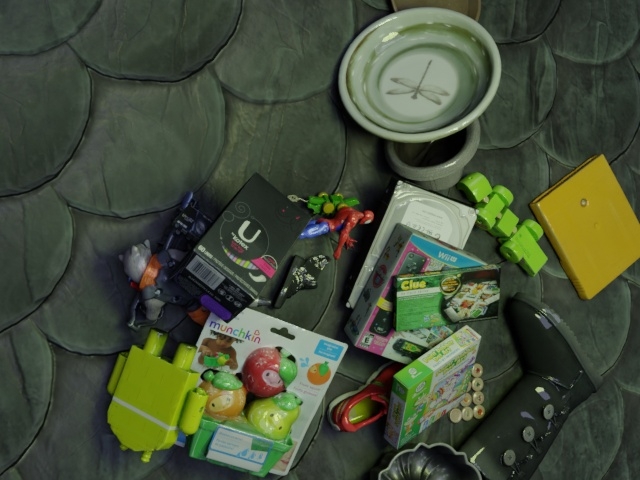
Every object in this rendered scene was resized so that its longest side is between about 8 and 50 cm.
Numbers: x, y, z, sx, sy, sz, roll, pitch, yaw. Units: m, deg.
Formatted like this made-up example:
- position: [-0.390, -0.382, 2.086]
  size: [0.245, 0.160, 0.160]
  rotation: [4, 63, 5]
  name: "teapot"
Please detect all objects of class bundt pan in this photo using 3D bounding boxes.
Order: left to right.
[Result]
- position: [0.239, 0.653, 1.851]
  size: [0.331, 0.124, 0.331]
  rotation: [2, 85, -21]
  name: "bundt pan"

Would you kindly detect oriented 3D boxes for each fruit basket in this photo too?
- position: [-0.148, 0.339, 1.663]
  size: [0.327, 0.165, 0.353]
  rotation: [23, 105, -18]
  name: "fruit basket"

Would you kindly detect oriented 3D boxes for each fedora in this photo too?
- position: [0.290, -0.228, 1.906]
  size: [0.243, 0.124, 0.275]
  rotation: [-10, 48, 14]
  name: "fedora"

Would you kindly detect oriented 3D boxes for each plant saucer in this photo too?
- position: [0.247, -0.399, 1.879]
  size: [0.400, 0.100, 0.400]
  rotation: [-5, 65, 11]
  name: "plant saucer"
- position: [0.303, -0.651, 2.010]
  size: [0.278, 0.041, 0.278]
  rotation: [2, 85, -21]
  name: "plant saucer"

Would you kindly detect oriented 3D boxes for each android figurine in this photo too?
- position: [-0.357, 0.334, 1.605]
  size: [0.248, 0.056, 0.273]
  rotation: [17, 89, 26]
  name: "android figurine"

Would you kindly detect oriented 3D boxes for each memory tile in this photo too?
- position: [0.383, 0.402, 1.982]
  size: [0.113, 0.012, 0.148]
  rotation: [-1, 87, -21]
  name: "memory tile"

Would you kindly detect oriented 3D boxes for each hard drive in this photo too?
- position: [0.220, 0.037, 1.856]
  size: [0.237, 0.064, 0.339]
  rotation: [19, 102, -19]
  name: "hard drive"

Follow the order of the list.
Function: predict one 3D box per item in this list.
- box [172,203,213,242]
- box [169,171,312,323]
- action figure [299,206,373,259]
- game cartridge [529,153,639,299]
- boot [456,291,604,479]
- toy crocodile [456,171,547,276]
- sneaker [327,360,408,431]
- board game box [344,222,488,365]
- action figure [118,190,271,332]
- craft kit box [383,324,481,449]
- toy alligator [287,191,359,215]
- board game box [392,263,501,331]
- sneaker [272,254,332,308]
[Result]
- position: [-0.277, -0.034, 1.662]
  size: [0.083, 0.018, 0.067]
  rotation: [37, 47, -5]
  name: "box"
- position: [-0.166, 0.013, 1.596]
  size: [0.165, 0.143, 0.270]
  rotation: [39, 48, -9]
  name: "box"
- position: [0.000, 0.000, 1.815]
  size: [0.280, 0.091, 0.139]
  rotation: [-15, 116, -8]
  name: "action figure"
- position: [0.774, -0.040, 2.147]
  size: [0.285, 0.052, 0.324]
  rotation: [-34, 101, -20]
  name: "game cartridge"
- position: [0.503, 0.412, 1.968]
  size: [0.445, 0.146, 0.367]
  rotation: [-44, 101, -14]
  name: "boot"
- position: [0.490, -0.040, 2.015]
  size: [0.340, 0.105, 0.115]
  rotation: [46, 72, -17]
  name: "toy crocodile"
- position: [0.151, 0.388, 1.838]
  size: [0.279, 0.118, 0.107]
  rotation: [-32, 98, -20]
  name: "sneaker"
- position: [0.227, 0.140, 1.805]
  size: [0.224, 0.097, 0.303]
  rotation: [21, 101, -20]
  name: "board game box"
- position: [-0.279, 0.061, 1.672]
  size: [0.330, 0.178, 0.341]
  rotation: [19, 80, -28]
  name: "action figure"
- position: [0.268, 0.354, 1.806]
  size: [0.250, 0.061, 0.247]
  rotation: [-29, 138, -29]
  name: "craft kit box"
- position: [0.003, -0.085, 1.853]
  size: [0.189, 0.056, 0.051]
  rotation: [0, 127, -21]
  name: "toy alligator"
- position: [0.295, 0.133, 1.753]
  size: [0.259, 0.030, 0.136]
  rotation: [-5, 111, -13]
  name: "board game box"
- position: [-0.045, 0.101, 1.819]
  size: [0.089, 0.051, 0.170]
  rotation: [27, 74, -12]
  name: "sneaker"
